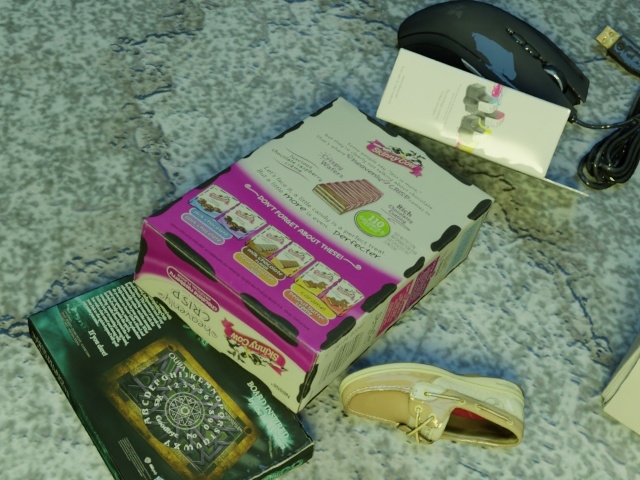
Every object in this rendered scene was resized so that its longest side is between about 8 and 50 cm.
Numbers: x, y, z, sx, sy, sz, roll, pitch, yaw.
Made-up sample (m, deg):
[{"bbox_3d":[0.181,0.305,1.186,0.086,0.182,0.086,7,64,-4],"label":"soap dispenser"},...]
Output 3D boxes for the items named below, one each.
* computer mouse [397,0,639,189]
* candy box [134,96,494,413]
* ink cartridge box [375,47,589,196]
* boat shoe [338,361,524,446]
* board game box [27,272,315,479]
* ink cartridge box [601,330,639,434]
[{"bbox_3d":[0.214,-0.174,1.018,0.262,0.060,0.184,38,56,18],"label":"computer mouse"},{"bbox_3d":[0.000,0.000,0.814,0.159,0.071,0.233,37,47,18],"label":"candy box"},{"bbox_3d":[0.144,-0.097,0.908,0.181,0.061,0.104,22,7,6],"label":"ink cartridge box"},{"bbox_3d":[0.080,0.118,0.767,0.135,0.050,0.045,5,46,-7],"label":"boat shoe"},{"bbox_3d":[-0.105,0.102,0.761,0.126,0.026,0.186,-23,59,-26],"label":"board game box"},{"bbox_3d":[0.380,0.105,0.789,0.283,0.117,0.207,33,54,15],"label":"ink cartridge box"}]
